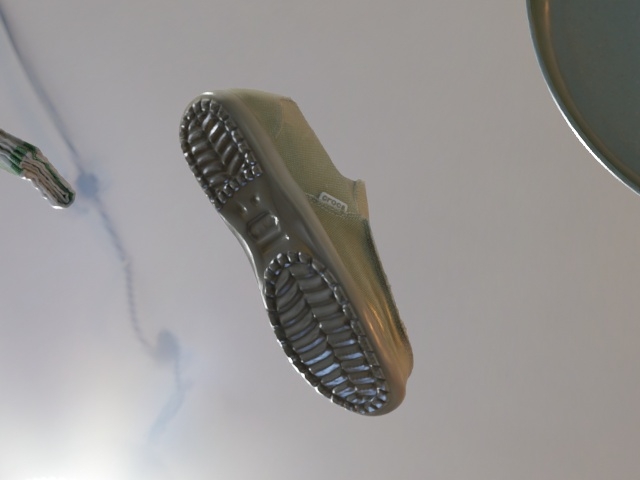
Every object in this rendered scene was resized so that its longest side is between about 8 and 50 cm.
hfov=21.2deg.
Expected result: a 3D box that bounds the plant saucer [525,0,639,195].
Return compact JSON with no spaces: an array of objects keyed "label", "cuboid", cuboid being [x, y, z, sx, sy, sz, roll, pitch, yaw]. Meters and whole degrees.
[{"label":"plant saucer","cuboid":[0.282,-0.146,1.166,0.318,0.044,0.317,4,-107,-14]}]

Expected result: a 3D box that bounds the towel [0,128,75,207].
[{"label":"towel","cuboid":[-0.248,-0.071,1.185,0.152,0.113,0.023,27,-101,12]}]

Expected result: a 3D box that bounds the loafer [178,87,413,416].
[{"label":"loafer","cuboid":[0.000,0.000,1.248,0.102,0.092,0.268,-23,-83,50]}]
